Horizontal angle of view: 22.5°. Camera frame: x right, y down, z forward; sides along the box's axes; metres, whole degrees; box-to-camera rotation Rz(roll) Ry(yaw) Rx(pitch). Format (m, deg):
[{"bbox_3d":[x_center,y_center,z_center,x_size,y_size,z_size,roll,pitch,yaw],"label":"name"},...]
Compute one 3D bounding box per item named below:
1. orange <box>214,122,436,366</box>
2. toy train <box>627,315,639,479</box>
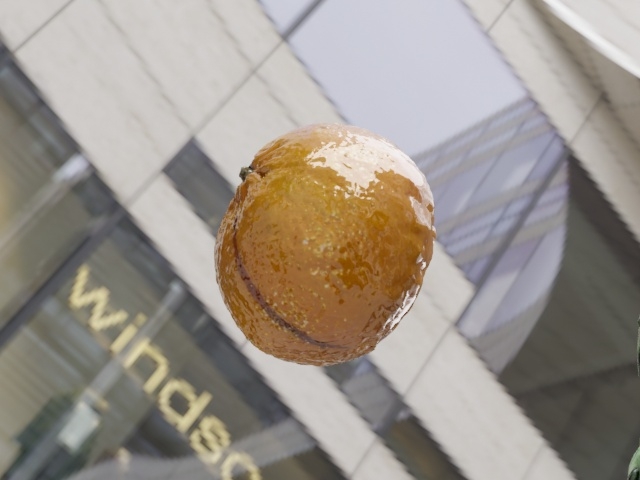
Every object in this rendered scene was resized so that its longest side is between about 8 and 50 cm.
[{"bbox_3d":[0.000,0.000,1.242,0.161,0.193,0.193,25,-38,-12],"label":"orange"},{"bbox_3d":[0.256,0.128,0.837,0.188,0.159,0.272,0,-49,14],"label":"toy train"}]
